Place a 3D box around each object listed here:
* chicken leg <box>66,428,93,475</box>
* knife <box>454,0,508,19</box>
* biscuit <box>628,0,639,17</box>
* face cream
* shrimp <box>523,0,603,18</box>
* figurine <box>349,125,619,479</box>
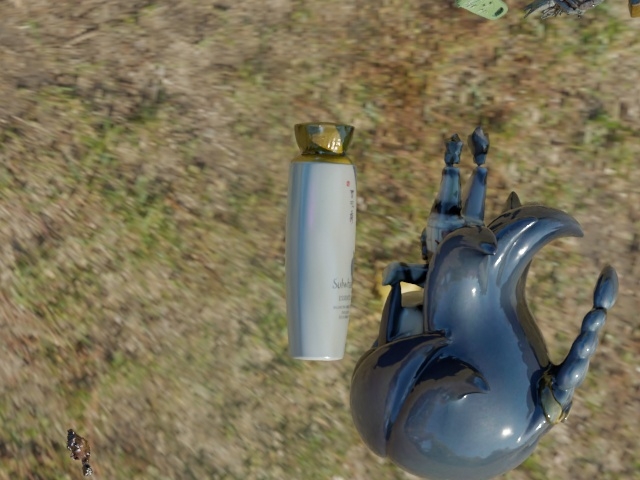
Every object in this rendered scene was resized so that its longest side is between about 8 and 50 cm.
[{"bbox_3d":[-0.264,0.228,1.731,0.021,0.083,0.036,-14,59,-4],"label":"chicken leg"},{"bbox_3d":[0.126,-0.207,1.334,0.030,0.207,0.014,-26,80,18],"label":"knife"},{"bbox_3d":[0.274,-0.195,1.194,0.092,0.016,0.082,-26,145,-5],"label":"biscuit"},{"bbox_3d":[0.000,0.000,1.214,0.051,0.072,0.182,2,89,22],"label":"face cream"},{"bbox_3d":[0.250,-0.238,1.586,0.038,0.092,0.029,6,79,-55],"label":"shrimp"},{"bbox_3d":[0.121,0.066,1.265,0.175,0.197,0.265,1,122,-31],"label":"figurine"}]
